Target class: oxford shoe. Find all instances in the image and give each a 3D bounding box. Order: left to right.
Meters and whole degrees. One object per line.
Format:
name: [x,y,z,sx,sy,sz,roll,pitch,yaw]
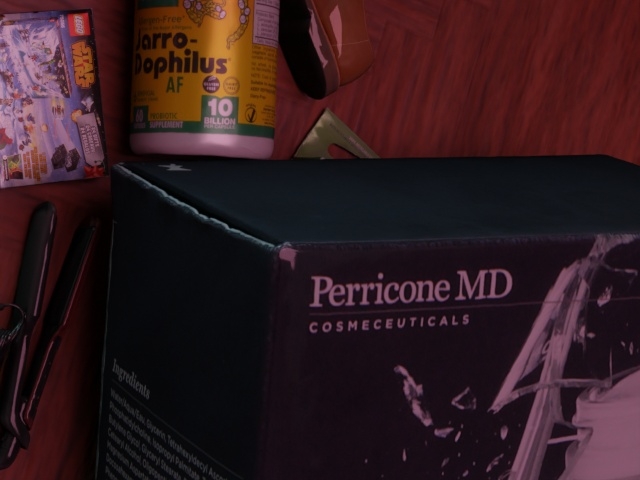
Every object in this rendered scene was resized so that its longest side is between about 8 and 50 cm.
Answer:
oxford shoe: [-0.008,-0.231,1.572,0.076,0.076,0.212,-28,114,-25]

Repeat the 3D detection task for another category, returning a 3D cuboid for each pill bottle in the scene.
pill bottle: [-0.092,-0.170,1.499,0.118,0.117,0.208,3,90,-29]

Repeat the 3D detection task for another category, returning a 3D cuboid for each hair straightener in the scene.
hair straightener: [-0.248,0.077,1.463,0.089,0.047,0.230,22,85,-28]

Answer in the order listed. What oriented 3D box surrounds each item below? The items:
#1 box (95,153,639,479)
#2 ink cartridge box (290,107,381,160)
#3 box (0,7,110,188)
box: [0.090,0.188,1.455,0.480,0.297,0.471,-3,104,-29]
ink cartridge box: [0.000,0.000,1.584,0.109,0.062,0.209,41,72,-24]
box: [-0.221,-0.113,1.478,0.094,0.027,0.137,-7,94,-28]
